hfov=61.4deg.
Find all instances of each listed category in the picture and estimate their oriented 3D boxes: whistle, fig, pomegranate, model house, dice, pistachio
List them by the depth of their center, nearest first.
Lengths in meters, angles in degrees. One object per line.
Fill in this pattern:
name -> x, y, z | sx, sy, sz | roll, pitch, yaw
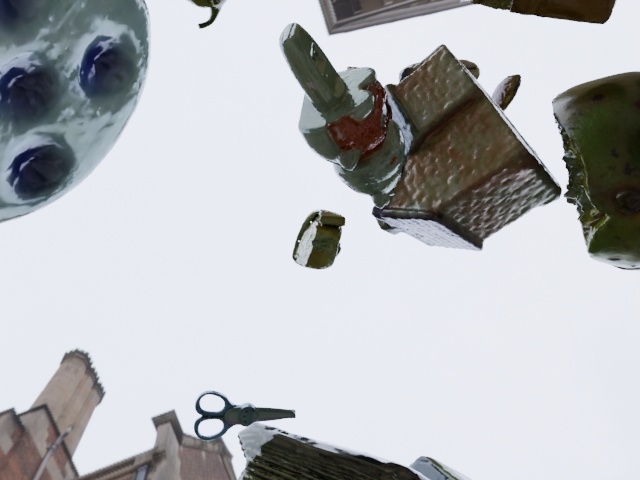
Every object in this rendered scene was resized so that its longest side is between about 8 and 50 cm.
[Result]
dice -> -0.333, -0.186, 0.454 | 0.268, 0.265, 0.262 | 32, -92, 17
whistle -> 0.033, -0.133, 0.607 | 0.106, 0.101, 0.253 | -36, -50, 7
fig -> -0.164, -0.369, 0.782 | 0.084, 0.082, 0.098 | -29, -55, -5
pomegranate -> 0.517, -0.129, 0.868 | 0.216, 0.358, 0.309 | -15, -74, 36
model house -> 0.213, -0.142, 0.983 | 0.280, 0.312, 0.245 | -39, -35, 24
pistachio -> 0.472, -0.371, 1.420 | 0.049, 0.172, 0.089 | 25, -125, 3

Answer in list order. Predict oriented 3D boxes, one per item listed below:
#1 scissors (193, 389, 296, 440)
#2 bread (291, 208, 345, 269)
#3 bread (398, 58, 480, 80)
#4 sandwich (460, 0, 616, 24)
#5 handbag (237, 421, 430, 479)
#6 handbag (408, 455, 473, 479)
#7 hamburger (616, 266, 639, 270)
scissors -> -0.189, 0.443, 1.368 | 0.256, 0.030, 0.125 | 4, -86, -12
bread -> 0.000, 0.000, 1.024 | 0.064, 0.156, 0.117 | 19, -91, -16
bread -> 0.280, -0.406, 1.307 | 0.053, 0.215, 0.073 | 47, -120, -47
sandwich -> 0.344, -0.451, 0.801 | 0.228, 0.155, 0.198 | 18, -52, 21
handbag -> 0.006, 0.352, 0.579 | 0.248, 0.340, 0.240 | 12, -114, 24
handbag -> 0.248, 0.595, 1.043 | 0.241, 0.222, 0.263 | 42, -106, -25
hamburger -> 0.743, -0.009, 1.274 | 0.186, 0.177, 0.113 | 3, -113, 22
